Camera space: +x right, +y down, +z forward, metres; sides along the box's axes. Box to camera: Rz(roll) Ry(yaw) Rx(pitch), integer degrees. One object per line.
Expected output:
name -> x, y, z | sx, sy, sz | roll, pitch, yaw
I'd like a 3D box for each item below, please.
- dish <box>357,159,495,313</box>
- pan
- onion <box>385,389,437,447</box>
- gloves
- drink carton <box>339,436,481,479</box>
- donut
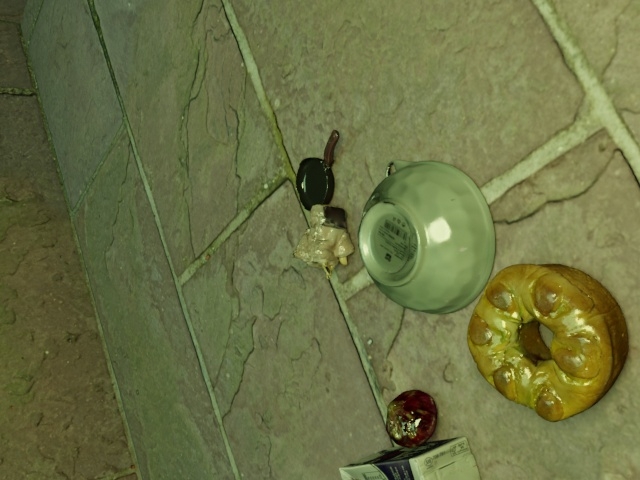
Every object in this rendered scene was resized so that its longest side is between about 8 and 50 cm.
dish -> 0.153, -0.002, 1.144 | 0.303, 0.120, 0.302 | 10, 103, 49
pan -> 0.005, -0.150, 1.363 | 0.114, 0.040, 0.212 | 60, 143, 27
onion -> 0.167, 0.325, 1.200 | 0.107, 0.097, 0.107 | -39, 28, 26
gloves -> 0.008, -0.003, 1.341 | 0.094, 0.110, 0.144 | 9, 73, 58
drink carton -> 0.157, 0.429, 1.188 | 0.222, 0.134, 0.101 | -31, 74, 49
donut -> 0.325, 0.141, 0.956 | 0.227, 0.114, 0.226 | 9, 102, 50
